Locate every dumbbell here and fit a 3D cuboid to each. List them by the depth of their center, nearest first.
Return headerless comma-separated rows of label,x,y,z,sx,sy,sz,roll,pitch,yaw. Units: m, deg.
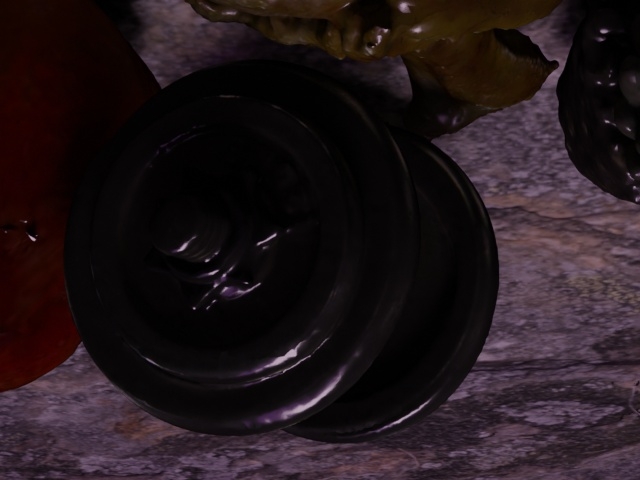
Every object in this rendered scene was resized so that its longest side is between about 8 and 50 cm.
dumbbell,-0.015,0.013,0.855,0.192,0.192,0.290,-9,169,21

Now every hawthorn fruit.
hawthorn fruit,-0.196,-0.018,0.914,0.224,0.261,0.224,1,168,0

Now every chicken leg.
chicken leg,0.047,-0.142,0.800,0.211,0.140,0.361,9,176,37

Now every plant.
plant,0.208,-0.083,0.877,0.132,0.129,0.194,-17,-178,-7

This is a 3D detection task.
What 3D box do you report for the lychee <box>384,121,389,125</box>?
lychee,0.000,0.000,1.072,0.188,0.188,0.188,1,157,0
